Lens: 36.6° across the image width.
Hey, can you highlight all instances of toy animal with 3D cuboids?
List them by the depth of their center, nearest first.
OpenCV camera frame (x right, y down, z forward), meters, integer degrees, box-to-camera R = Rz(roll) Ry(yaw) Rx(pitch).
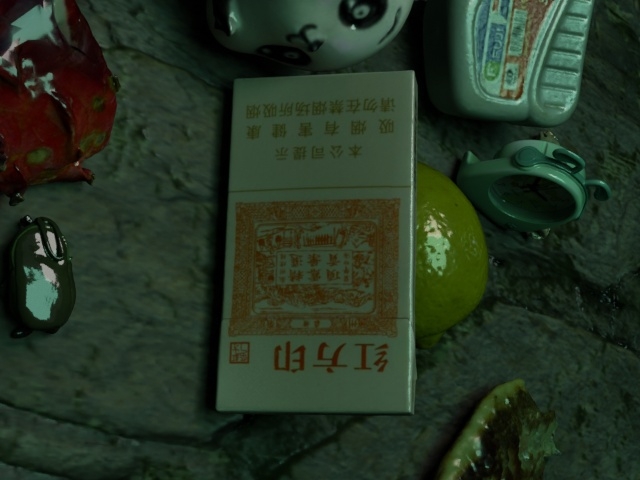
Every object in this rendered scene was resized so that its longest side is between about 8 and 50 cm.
[{"bbox_3d":[-0.031,-0.326,1.030,0.310,0.251,0.251,47,53,-30],"label":"toy animal"}]

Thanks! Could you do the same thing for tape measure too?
[{"bbox_3d":[0.257,-0.282,1.321,0.246,0.125,0.243,5,96,-21],"label":"tape measure"}]

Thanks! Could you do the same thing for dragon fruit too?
[{"bbox_3d":[-0.284,-0.144,0.832,0.161,0.126,0.274,-47,112,-38],"label":"dragon fruit"}]

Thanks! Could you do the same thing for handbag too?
[{"bbox_3d":[-0.254,0.030,0.877,0.072,0.047,0.111,-3,83,-38],"label":"handbag"}]

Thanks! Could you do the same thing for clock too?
[{"bbox_3d":[0.292,-0.077,1.309,0.148,0.189,0.060,39,58,-33],"label":"clock"}]

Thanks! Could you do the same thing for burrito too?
[{"bbox_3d":[0.333,-0.090,1.447,0.058,0.045,0.188,65,36,-54],"label":"burrito"}]

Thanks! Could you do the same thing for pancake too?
[{"bbox_3d":[0.217,0.381,1.244,0.305,0.067,0.426,26,63,-45],"label":"pancake"}]

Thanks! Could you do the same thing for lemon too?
[{"bbox_3d":[0.101,0.007,1.122,0.184,0.184,0.248,-17,93,-43],"label":"lemon"}]

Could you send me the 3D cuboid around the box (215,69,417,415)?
[{"bbox_3d":[0.000,0.000,1.023,0.051,0.205,0.365,51,39,-73],"label":"box"}]
